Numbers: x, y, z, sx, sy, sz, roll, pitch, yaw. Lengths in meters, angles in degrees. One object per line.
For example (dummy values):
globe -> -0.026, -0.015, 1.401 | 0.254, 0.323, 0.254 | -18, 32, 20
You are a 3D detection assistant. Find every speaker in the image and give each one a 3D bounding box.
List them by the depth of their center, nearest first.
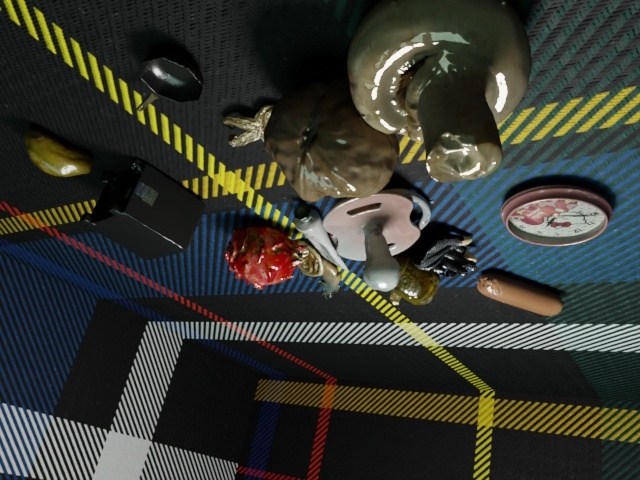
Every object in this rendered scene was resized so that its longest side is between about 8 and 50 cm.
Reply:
speaker -> -0.523, -0.085, 1.616 | 0.232, 0.184, 0.254 | -11, 143, 41

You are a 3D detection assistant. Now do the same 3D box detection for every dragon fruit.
dragon fruit -> -0.165, 0.051, 1.723 | 0.268, 0.210, 0.205 | -1, 169, 16

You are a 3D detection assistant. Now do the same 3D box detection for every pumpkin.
pumpkin -> 0.254, 0.120, 1.654 | 0.219, 0.162, 0.219 | 25, 178, 1

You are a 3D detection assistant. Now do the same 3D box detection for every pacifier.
pacifier -> 0.141, -0.012, 1.420 | 0.220, 0.273, 0.332 | 20, 159, 26

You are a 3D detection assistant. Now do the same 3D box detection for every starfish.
starfish -> -0.123, -0.247, 1.231 | 0.210, 0.053, 0.150 | 6, 159, 10

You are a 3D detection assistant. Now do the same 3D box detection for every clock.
clock -> 0.554, -0.061, 1.295 | 0.245, 0.056, 0.244 | 9, 153, 5

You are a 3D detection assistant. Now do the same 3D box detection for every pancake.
pancake -> -0.042, 0.062, 1.792 | 0.139, 0.022, 0.139 | 29, 135, 33

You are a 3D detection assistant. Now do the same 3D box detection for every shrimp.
shrimp -> -0.011, 0.121, 1.913 | 0.178, 0.075, 0.289 | 31, 166, 11

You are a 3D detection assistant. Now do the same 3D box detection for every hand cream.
hand cream -> 0.000, 0.000, 1.659 | 0.121, 0.076, 0.336 | 32, 166, 32

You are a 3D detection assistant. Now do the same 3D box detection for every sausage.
sausage -> 0.627, 0.170, 1.715 | 0.289, 0.086, 0.086 | 19, 155, -12

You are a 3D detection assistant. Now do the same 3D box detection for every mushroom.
mushroom -> 0.177, -0.227, 0.842 | 0.293, 0.289, 0.292 | 5, 151, 3

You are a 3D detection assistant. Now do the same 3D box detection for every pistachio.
pistachio -> -0.727, -0.226, 1.503 | 0.100, 0.110, 0.189 | -40, 130, 21

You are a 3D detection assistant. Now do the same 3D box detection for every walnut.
walnut -> 0.022, -0.190, 1.061 | 0.273, 0.226, 0.273 | -5, -177, 0

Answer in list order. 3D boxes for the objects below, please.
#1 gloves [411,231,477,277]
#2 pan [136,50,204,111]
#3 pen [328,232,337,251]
gloves -> 0.359, 0.037, 1.546 | 0.181, 0.129, 0.106 | 15, 180, -28
pan -> -0.333, -0.339, 1.138 | 0.202, 0.048, 0.128 | -1, 151, 25
pen -> 0.042, 0.021, 1.751 | 0.028, 0.028, 0.239 | 9, 154, 8
